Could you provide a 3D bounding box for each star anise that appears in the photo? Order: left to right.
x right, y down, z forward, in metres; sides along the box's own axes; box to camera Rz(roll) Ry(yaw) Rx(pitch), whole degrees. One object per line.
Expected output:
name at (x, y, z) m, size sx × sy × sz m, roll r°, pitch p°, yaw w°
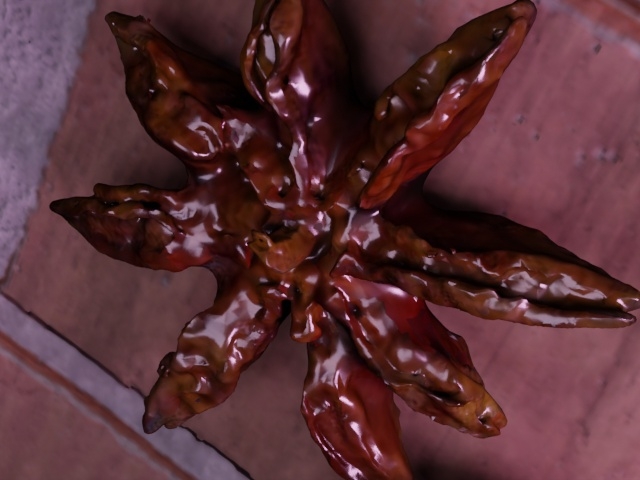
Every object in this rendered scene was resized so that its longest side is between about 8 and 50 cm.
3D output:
star anise at (0.001, 0.001, 0.612) m, size 0.288 × 0.088 × 0.288 m, roll 10°, pitch 115°, yaw 24°
